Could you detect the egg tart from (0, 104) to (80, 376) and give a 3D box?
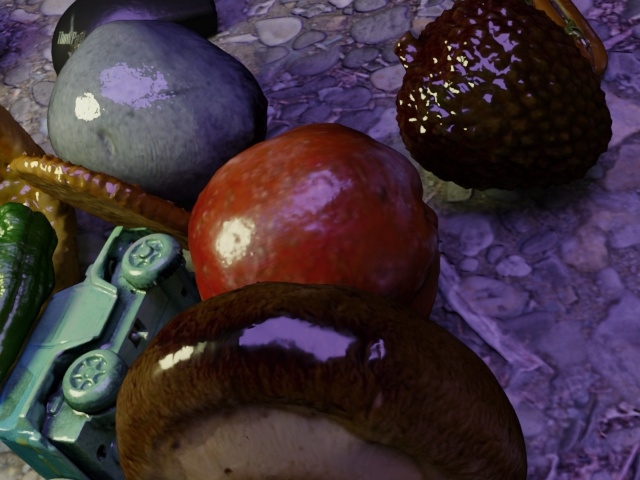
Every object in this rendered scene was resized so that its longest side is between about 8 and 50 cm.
[{"bbox_3d":[-0.511,0.001,1.109,0.443,0.178,0.443,14,61,-27],"label":"egg tart"}]

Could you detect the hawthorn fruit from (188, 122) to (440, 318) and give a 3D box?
[{"bbox_3d":[0.000,0.000,0.981,0.284,0.284,0.284,-7,50,8],"label":"hawthorn fruit"}]

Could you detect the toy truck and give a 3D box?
[{"bbox_3d":[-0.219,0.123,1.015,0.156,0.155,0.278,0,51,25],"label":"toy truck"}]

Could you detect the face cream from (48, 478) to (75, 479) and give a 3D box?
[{"bbox_3d":[-0.259,0.391,0.844,0.174,0.081,0.348,10,54,22],"label":"face cream"}]

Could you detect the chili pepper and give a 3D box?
[{"bbox_3d":[-0.341,0.073,1.011,0.099,0.083,0.253,-23,44,42],"label":"chili pepper"}]

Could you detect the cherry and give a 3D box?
[{"bbox_3d":[-0.209,-0.165,1.200,0.296,0.218,0.255,26,31,23],"label":"cherry"}]

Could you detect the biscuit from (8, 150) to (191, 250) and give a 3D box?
[{"bbox_3d":[-0.232,-0.043,1.094,0.254,0.254,0.035,17,80,26],"label":"biscuit"}]

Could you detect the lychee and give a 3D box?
[{"bbox_3d":[0.206,-0.162,1.104,0.271,0.236,0.236,26,59,5],"label":"lychee"}]

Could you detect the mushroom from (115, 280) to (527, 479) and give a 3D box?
[{"bbox_3d":[-0.008,0.173,0.820,0.345,0.345,0.239,-23,28,-5],"label":"mushroom"}]

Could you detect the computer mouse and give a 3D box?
[{"bbox_3d":[-0.299,-0.343,1.458,0.269,0.100,0.170,-29,52,-11],"label":"computer mouse"}]

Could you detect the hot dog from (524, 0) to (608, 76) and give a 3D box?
[{"bbox_3d":[0.305,-0.300,1.290,0.100,0.068,0.249,-19,49,-4],"label":"hot dog"}]
